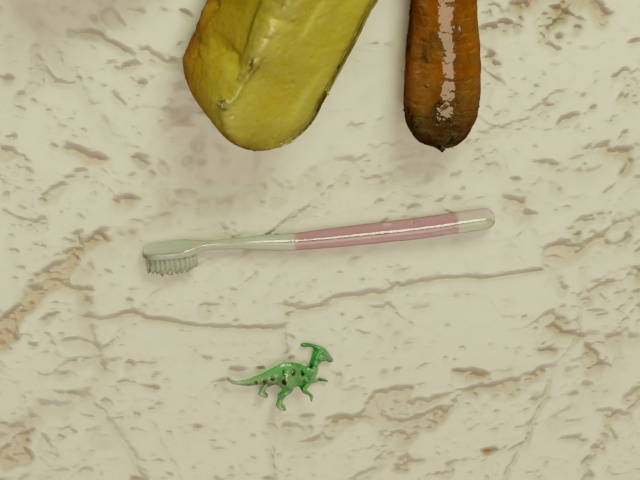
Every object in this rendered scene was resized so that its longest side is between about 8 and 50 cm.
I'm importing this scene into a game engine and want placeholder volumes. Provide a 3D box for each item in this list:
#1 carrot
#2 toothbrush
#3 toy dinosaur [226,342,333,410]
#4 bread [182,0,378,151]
[{"bbox_3d":[0.094,-0.159,1.347,0.060,0.060,0.186,-3,113,-9],"label":"carrot"},{"bbox_3d":[0.000,0.000,1.437,0.286,0.020,0.025,-7,127,-6],"label":"toothbrush"},{"bbox_3d":[-0.030,0.109,1.490,0.083,0.021,0.062,23,105,-25],"label":"toy dinosaur"},{"bbox_3d":[-0.013,-0.183,1.292,0.102,0.094,0.246,10,120,-37],"label":"bread"}]
